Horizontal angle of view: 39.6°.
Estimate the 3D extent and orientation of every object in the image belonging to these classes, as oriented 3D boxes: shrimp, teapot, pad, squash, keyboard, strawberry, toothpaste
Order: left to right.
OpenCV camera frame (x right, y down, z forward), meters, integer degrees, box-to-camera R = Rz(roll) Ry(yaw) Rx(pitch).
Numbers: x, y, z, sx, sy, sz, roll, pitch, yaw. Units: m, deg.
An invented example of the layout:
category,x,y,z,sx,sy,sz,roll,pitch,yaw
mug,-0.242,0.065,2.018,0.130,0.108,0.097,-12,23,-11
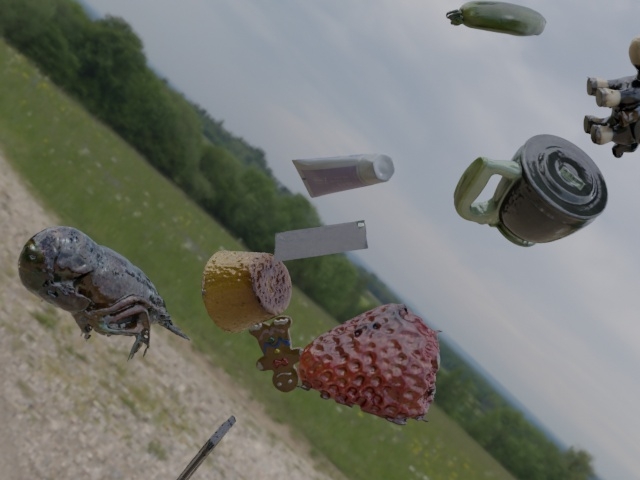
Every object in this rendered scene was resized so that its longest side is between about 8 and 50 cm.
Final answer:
category,x,y,z,sx,sy,sz,roll,pitch,yaw
shrimp,-0.341,0.088,1.384,0.172,0.137,0.372,26,-20,36
keyboard,-0.229,0.403,1.563,0.016,0.262,0.106,41,33,5
pad,0.000,0.000,1.820,0.116,0.193,0.004,-93,175,-59
toothpaste,0.049,-0.178,2.363,0.371,0.080,0.125,-4,-60,53
strawberry,0.114,0.212,1.783,0.280,0.253,0.150,16,-52,10
squash,0.421,-0.503,2.011,0.318,0.071,0.080,-5,39,-36
teapot,0.488,-0.085,2.083,0.240,0.321,0.239,59,-39,19

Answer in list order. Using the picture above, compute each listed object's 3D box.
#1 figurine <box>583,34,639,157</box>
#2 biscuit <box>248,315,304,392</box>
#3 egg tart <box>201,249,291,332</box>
category,x,y,z,sx,sy,sz,roll,pitch,yaw
figurine,0.791,-0.295,1.976,0.411,0.306,0.241,24,12,-9
biscuit,-0.109,0.305,2.358,0.031,0.138,0.205,-44,120,-81
egg tart,-0.168,0.112,2.084,0.147,0.203,0.202,-12,-42,36
